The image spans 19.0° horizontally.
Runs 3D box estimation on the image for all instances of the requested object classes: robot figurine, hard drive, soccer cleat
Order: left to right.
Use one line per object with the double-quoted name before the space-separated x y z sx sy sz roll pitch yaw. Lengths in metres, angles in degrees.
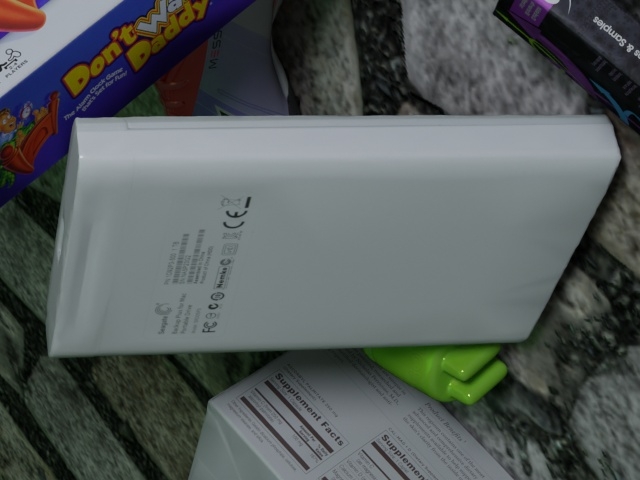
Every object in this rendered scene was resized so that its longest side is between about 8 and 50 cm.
"soccer cleat" -0.079 -0.118 1.302 0.108 0.116 0.318 38 144 30
"hard drive" 0.000 0.000 1.132 0.203 0.307 0.040 109 155 -53
"robot figurine" 0.072 0.066 1.298 0.115 0.067 0.101 29 151 40

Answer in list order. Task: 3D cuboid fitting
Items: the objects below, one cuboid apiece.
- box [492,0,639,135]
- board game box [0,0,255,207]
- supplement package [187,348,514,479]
"box" 0.161 -0.084 0.985 0.162 0.029 0.116 39 179 3
"board game box" -0.154 -0.192 1.110 0.233 0.347 0.078 39 161 28
"supplement package" 0.039 0.226 1.413 0.262 0.145 0.204 46 147 20
